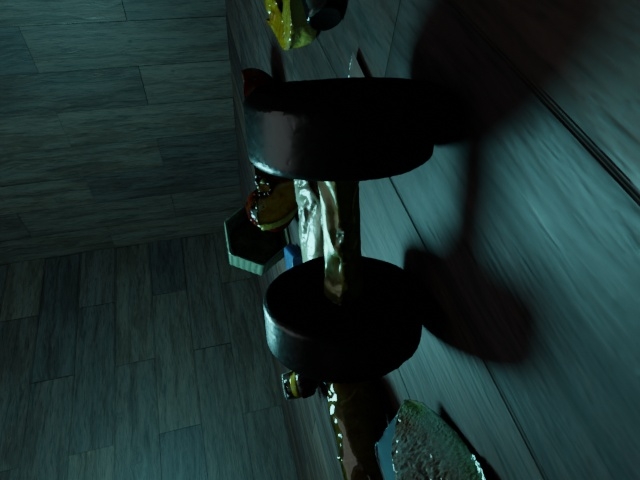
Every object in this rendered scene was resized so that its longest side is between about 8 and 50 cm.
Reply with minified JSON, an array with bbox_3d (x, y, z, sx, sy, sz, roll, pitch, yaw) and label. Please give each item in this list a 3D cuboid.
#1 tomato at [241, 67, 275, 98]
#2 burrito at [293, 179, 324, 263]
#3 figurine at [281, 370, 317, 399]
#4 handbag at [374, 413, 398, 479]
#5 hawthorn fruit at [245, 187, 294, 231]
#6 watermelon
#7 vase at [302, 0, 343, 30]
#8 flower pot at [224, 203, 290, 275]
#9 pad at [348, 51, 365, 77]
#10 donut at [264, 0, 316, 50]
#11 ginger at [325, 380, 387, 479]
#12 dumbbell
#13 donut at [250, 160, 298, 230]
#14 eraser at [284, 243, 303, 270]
[{"bbox_3d":[-0.163,-0.390,1.342,0.228,0.101,0.227,171,90,-85],"label":"tomato"},{"bbox_3d":[0.000,0.000,0.961,0.117,0.076,0.391,-133,33,-56],"label":"burrito"},{"bbox_3d":[-0.066,0.422,1.452,0.240,0.116,0.174,-174,78,-83],"label":"figurine"},{"bbox_3d":[0.147,0.359,0.625,0.144,0.057,0.221,102,156,-48],"label":"handbag"},{"bbox_3d":[-0.141,-0.091,1.375,0.172,0.148,0.148,59,-173,-46],"label":"hawthorn fruit"},{"bbox_3d":[0.134,0.271,0.553,0.180,0.094,0.081,-90,-6,-68],"label":"watermelon"},{"bbox_3d":[-0.015,-0.440,0.732,0.060,0.060,0.211,122,136,-71],"label":"vase"},{"bbox_3d":[-0.227,-0.005,1.632,0.209,0.239,0.189,47,163,5],"label":"flower pot"},{"bbox_3d":[0.056,-0.186,0.732,0.187,0.006,0.113,98,157,-58],"label":"pad"},{"bbox_3d":[-0.051,-0.453,0.859,0.174,0.075,0.190,96,156,-47],"label":"donut"},{"bbox_3d":[0.076,0.346,0.798,0.133,0.107,0.309,47,-159,-57],"label":"ginger"},{"bbox_3d":[0.026,-0.016,0.544,0.203,0.204,0.322,-123,27,-61],"label":"dumbbell"},{"bbox_3d":[-0.117,-0.123,1.247,0.085,0.141,0.217,84,-178,-63],"label":"donut"},{"bbox_3d":[-0.068,0.178,1.442,0.144,0.043,0.311,-137,40,-70],"label":"eraser"}]
